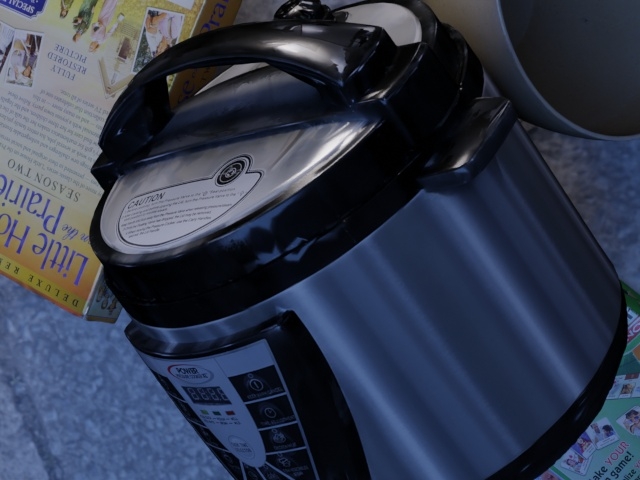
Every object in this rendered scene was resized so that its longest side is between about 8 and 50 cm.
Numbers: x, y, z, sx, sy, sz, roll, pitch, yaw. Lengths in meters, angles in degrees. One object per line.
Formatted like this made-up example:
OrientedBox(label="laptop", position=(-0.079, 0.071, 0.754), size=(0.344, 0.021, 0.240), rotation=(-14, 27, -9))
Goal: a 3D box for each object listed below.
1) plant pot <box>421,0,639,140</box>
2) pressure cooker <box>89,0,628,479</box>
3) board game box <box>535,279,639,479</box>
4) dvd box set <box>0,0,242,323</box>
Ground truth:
OrientedBox(label="plant pot", position=(0.198, -0.228, 1.610), size=(0.191, 0.284, 0.284), rotation=(2, 112, 53))
OrientedBox(label="pressure cooker", position=(0.012, -0.003, 1.516), size=(0.370, 0.375, 0.420), rotation=(-32, 115, 7))
OrientedBox(label="board game box", position=(0.259, 0.201, 1.828), size=(0.213, 0.046, 0.317), rotation=(39, 115, 4))
OrientedBox(label="dvd box set", position=(-0.243, -0.169, 1.741), size=(0.307, 0.062, 0.420), rotation=(25, 96, 32))
